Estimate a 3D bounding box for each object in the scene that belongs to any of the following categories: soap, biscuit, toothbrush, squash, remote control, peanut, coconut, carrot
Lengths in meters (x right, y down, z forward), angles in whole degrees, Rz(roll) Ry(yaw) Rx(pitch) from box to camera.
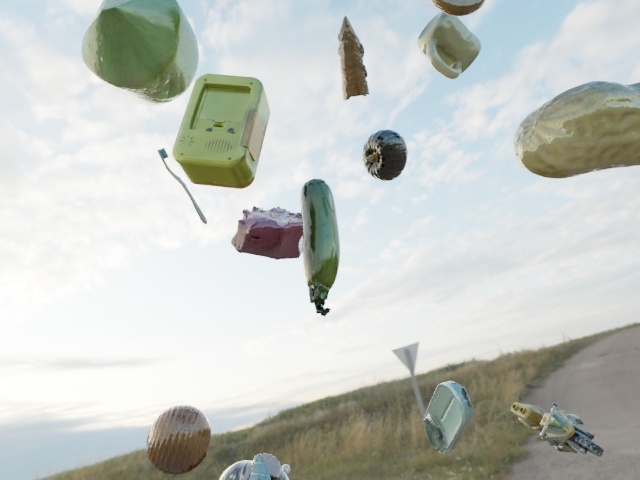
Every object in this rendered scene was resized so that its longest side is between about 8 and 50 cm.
[{"bbox_3d":[-0.143,-0.028,1.372,0.220,0.127,0.325,10,10,4],"label":"soap"},{"bbox_3d":[0.275,-0.540,0.882,0.170,0.170,0.050,-14,-11,-3],"label":"biscuit"},{"bbox_3d":[-0.322,-0.123,1.009,0.022,0.017,0.204,-25,-66,2],"label":"toothbrush"},{"bbox_3d":[-0.001,-0.001,0.923,0.087,0.332,0.087,-2,-30,-1],"label":"squash"},{"bbox_3d":[0.309,0.432,1.045,0.052,0.104,0.247,-12,-45,-17],"label":"remote control"},{"bbox_3d":[0.488,-0.192,0.708,0.313,0.152,0.152,-6,-17,19],"label":"peanut"},{"bbox_3d":[-0.489,-0.539,1.182,0.328,0.281,0.328,-44,-7,-7],"label":"coconut"},{"bbox_3d":[0.244,-0.322,1.630,0.193,0.193,0.156,-29,-11,32],"label":"squash"},{"bbox_3d":[0.103,-0.612,1.449,0.101,0.263,0.102,-10,24,5],"label":"carrot"}]

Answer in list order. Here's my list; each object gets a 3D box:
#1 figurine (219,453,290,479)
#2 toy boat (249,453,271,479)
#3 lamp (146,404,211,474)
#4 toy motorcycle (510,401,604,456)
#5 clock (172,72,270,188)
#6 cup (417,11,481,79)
[{"bbox_3d":[-0.186,0.756,1.097,0.253,0.361,0.211,-18,-40,26],"label":"figurine"},{"bbox_3d":[-0.149,0.588,1.049,0.096,0.122,0.034,1,-38,18],"label":"toy boat"},{"bbox_3d":[-0.296,0.414,0.898,0.136,0.136,0.136,-13,-21,-5],"label":"lamp"},{"bbox_3d":[0.553,0.440,1.036,0.129,0.094,0.229,33,-10,-12],"label":"toy motorcycle"},{"bbox_3d":[-0.180,-0.205,0.808,0.143,0.202,0.096,8,-22,5],"label":"clock"},{"bbox_3d":[0.471,-0.723,1.648,0.202,0.255,0.173,34,-12,-17],"label":"cup"}]
